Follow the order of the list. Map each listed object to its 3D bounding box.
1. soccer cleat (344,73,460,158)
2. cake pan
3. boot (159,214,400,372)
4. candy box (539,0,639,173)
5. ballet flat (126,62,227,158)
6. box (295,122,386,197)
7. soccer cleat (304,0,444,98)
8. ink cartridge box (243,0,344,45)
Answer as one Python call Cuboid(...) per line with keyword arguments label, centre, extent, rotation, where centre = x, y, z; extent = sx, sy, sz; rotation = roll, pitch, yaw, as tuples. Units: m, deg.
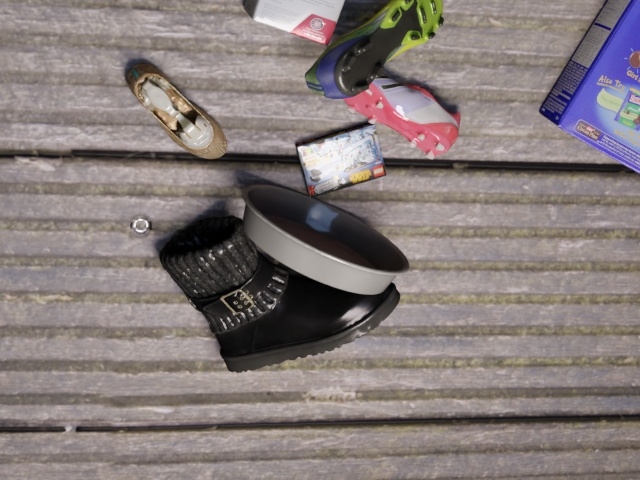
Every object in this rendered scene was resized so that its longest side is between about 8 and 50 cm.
Cuboid(label="soccer cleat", centre=(0.123, -0.233, 1.884), extent=(0.248, 0.083, 0.095), rotation=(34, 60, -11))
Cuboid(label="cake pan", centre=(0.000, 0.000, 1.817), extent=(0.293, 0.293, 0.054), rotation=(21, 105, -17))
Cuboid(label="boot", centre=(-0.068, 0.063, 1.884), extent=(0.348, 0.131, 0.260), rotation=(-20, 113, 13))
Cuboid(label="candy box", centre=(0.567, -0.281, 1.917), extent=(0.268, 0.122, 0.317), rotation=(27, 104, -17))
Cuboid(label="ballet flat", centre=(-0.229, -0.197, 1.824), extent=(0.206, 0.067, 0.073), rotation=(41, 97, -21))
Cuboid(label="box", centre=(0.035, -0.135, 1.918), extent=(0.137, 0.027, 0.094), rotation=(-16, 110, -4))
Cuboid(label="soccer cleat", centre=(0.086, -0.319, 1.795), extent=(0.289, 0.121, 0.093), rotation=(-44, 122, -32))
Cuboid(label="ink cartridge box", centre=(-0.026, -0.410, 1.753), extent=(0.128, 0.127, 0.176), rotation=(17, 106, -15))
